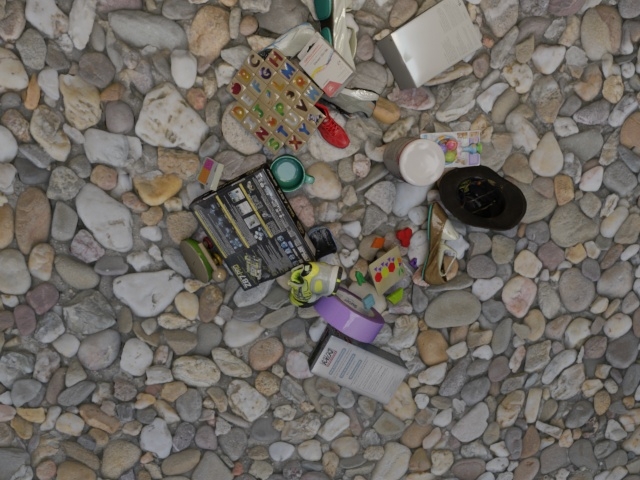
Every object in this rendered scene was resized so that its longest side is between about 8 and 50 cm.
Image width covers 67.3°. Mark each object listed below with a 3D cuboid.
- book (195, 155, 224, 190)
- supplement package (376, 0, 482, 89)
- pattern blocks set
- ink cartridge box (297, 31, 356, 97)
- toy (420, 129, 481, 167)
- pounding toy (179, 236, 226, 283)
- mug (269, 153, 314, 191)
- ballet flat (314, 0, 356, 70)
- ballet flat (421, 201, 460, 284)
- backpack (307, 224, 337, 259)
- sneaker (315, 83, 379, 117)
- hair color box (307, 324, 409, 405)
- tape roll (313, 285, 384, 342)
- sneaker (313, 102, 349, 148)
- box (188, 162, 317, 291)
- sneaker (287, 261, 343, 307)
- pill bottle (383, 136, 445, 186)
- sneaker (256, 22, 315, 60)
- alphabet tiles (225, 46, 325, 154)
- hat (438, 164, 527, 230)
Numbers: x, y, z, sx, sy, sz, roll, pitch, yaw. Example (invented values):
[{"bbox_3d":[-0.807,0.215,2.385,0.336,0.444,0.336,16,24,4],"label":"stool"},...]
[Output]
[{"bbox_3d":[-0.393,-0.242,1.711,0.035,0.144,0.097,15,101,-36],"label":"book"},{"bbox_3d":[0.371,-0.683,1.674,0.262,0.198,0.199,-32,107,1],"label":"supplement package"},{"bbox_3d":[0.261,0.114,1.876,0.324,0.026,0.286,-23,108,-34],"label":"pattern blocks set"},{"bbox_3d":[0.011,-0.592,1.613,0.198,0.067,0.115,47,114,2],"label":"ink cartridge box"},{"bbox_3d":[0.508,-0.349,1.853,0.236,0.056,0.137,-5,104,-6],"label":"toy"},{"bbox_3d":[-0.413,0.056,1.774,0.110,0.236,0.183,-33,111,-31],"label":"pounding toy"},{"bbox_3d":[-0.115,-0.242,1.771,0.129,0.097,0.158,-40,107,7],"label":"mug"},{"bbox_3d":[0.057,-0.758,1.663,0.139,0.139,0.401,-8,109,-6],"label":"ballet flat"},{"bbox_3d":[0.482,0.021,1.902,0.124,0.116,0.343,13,107,30],"label":"ballet flat"},{"bbox_3d":[0.000,0.000,1.858,0.104,0.084,0.115,-21,111,-3],"label":"backpack"},{"bbox_3d":[0.074,-0.505,1.734,0.271,0.100,0.108,8,111,-9],"label":"sneaker"},{"bbox_3d":[0.154,0.518,1.999,0.374,0.114,0.186,27,99,-14],"label":"hair color box"},{"bbox_3d":[0.109,0.274,1.845,0.274,0.275,0.090,30,99,-14],"label":"tape roll"},{"bbox_3d":[0.025,-0.410,1.733,0.221,0.128,0.087,38,96,-15],"label":"sneaker"},{"bbox_3d":[-0.240,-0.038,1.759,0.318,0.097,0.395,-25,111,13],"label":"box"},{"bbox_3d":[-0.052,0.147,1.766,0.147,0.384,0.145,21,63,-15],"label":"sneaker"},{"bbox_3d":[0.323,-0.290,1.724,0.160,0.283,0.161,-2,105,-7],"label":"pill bottle"},{"bbox_3d":[-0.125,-0.678,1.680,0.237,0.086,0.085,-25,135,11],"label":"sneaker"},{"bbox_3d":[-0.160,-0.481,1.681,0.342,0.011,0.285,42,113,-1],"label":"alphabet tiles"},{"bbox_3d":[0.604,-0.133,1.850,0.330,0.332,0.134,-6,144,-6],"label":"hat"}]
